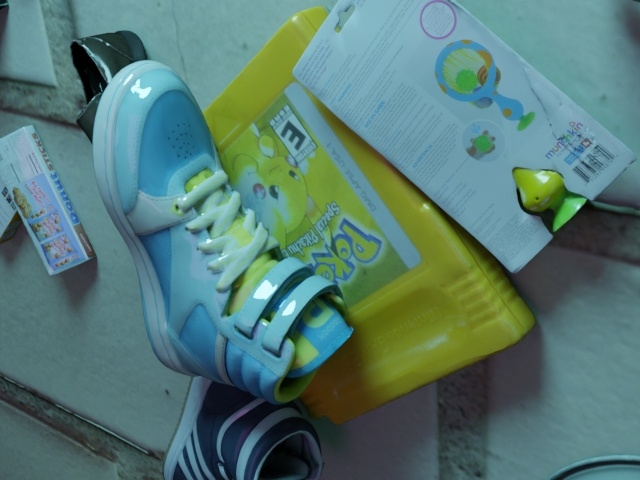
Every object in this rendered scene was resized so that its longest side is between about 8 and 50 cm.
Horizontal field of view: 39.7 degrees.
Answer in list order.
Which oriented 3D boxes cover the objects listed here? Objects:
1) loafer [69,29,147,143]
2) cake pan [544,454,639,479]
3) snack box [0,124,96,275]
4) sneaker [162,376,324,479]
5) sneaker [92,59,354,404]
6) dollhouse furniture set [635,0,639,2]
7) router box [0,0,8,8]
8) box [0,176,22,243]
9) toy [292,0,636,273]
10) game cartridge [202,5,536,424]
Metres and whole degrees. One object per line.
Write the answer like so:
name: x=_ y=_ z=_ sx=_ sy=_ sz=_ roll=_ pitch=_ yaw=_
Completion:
loafer: x=-0.203 y=-0.106 z=0.866 sx=0.080 sy=0.078 sz=0.220 roll=-38 pitch=63 yaw=45
cake pan: x=0.288 y=0.318 z=0.732 sx=0.293 sy=0.054 sz=0.293 roll=20 pitch=124 yaw=32
snack box: x=-0.343 y=-0.048 z=1.090 sx=0.064 sy=0.022 sz=0.178 roll=-21 pitch=98 yaw=21
sneaker: x=-0.087 y=0.249 z=0.961 sx=0.153 sy=0.099 sz=0.282 roll=46 pitch=137 yaw=33
sneaker: x=-0.068 y=0.004 z=0.761 sx=0.208 sy=0.127 sz=0.319 roll=17 pitch=133 yaw=35
dollhouse furniture set: x=0.229 y=-0.144 z=0.405 sx=0.301 sy=0.197 sz=0.151 roll=2 pitch=69 yaw=36
router box: x=-0.434 y=-0.264 z=1.020 sx=0.122 sy=0.092 sz=0.038 roll=-10 pitch=105 yaw=43
box: x=-0.419 y=-0.060 z=1.162 sx=0.081 sy=0.028 sz=0.136 roll=54 pitch=133 yaw=5
toy: x=0.106 y=-0.102 z=0.668 sx=0.237 sy=0.056 sz=0.137 roll=44 pitch=129 yaw=7
game cartridge: x=0.000 y=0.000 z=0.815 sx=0.285 sy=0.052 sz=0.324 roll=-37 pitch=85 yaw=45
